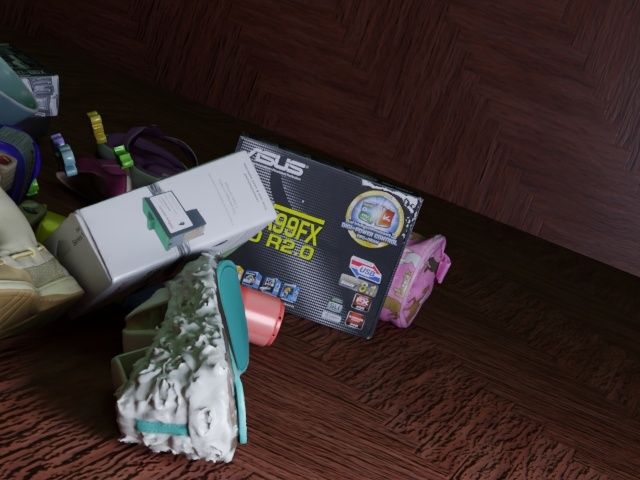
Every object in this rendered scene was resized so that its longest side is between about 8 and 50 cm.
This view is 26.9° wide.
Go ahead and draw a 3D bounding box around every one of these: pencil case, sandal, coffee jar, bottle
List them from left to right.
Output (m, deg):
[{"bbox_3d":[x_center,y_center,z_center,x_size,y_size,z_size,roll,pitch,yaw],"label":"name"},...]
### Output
[{"bbox_3d":[-0.441,-0.099,1.844,0.092,0.118,0.283,18,10,-8],"label":"bottle"},{"bbox_3d":[-0.569,-0.244,2.451,0.096,0.079,0.184,9,15,-42],"label":"coffee jar"},{"bbox_3d":[-0.294,-0.155,2.436,0.169,0.102,0.416,15,11,-25],"label":"sandal"},{"bbox_3d":[0.000,0.000,2.055,0.386,0.167,0.160,23,-22,17],"label":"pencil case"}]

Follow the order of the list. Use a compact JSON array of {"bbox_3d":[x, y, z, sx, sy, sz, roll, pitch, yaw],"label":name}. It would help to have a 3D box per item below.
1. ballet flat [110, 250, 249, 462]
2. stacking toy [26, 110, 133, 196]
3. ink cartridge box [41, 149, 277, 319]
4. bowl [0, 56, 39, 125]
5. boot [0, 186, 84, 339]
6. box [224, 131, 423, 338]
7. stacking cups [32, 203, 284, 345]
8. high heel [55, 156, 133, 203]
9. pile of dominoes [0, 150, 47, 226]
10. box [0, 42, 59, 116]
[{"bbox_3d":[-0.142,0.105,1.344,0.147,0.147,0.409,19,10,-7],"label":"ballet flat"},{"bbox_3d":[-0.400,-0.138,2.083,0.167,0.052,0.221,-18,25,-17],"label":"stacking toy"},{"bbox_3d":[-0.184,-0.006,1.496,0.219,0.093,0.160,-24,-6,-32],"label":"ink cartridge box"},{"bbox_3d":[-0.579,-0.241,1.953,0.311,0.163,0.311,44,5,-4],"label":"bowl"},{"bbox_3d":[-0.353,-0.002,1.329,0.203,0.095,0.262,55,13,7],"label":"boot"},{"bbox_3d":[-0.020,-0.007,1.874,0.270,0.216,0.060,20,11,-6],"label":"box"},{"bbox_3d":[-0.196,0.045,1.610,0.316,0.096,0.096,17,11,-14],"label":"stacking cups"},{"bbox_3d":[-0.347,-0.073,2.061,0.117,0.082,0.244,-10,29,-8],"label":"high heel"},{"bbox_3d":[-0.433,-0.040,1.463,0.196,0.040,0.251,25,33,10],"label":"pile of dominoes"},{"bbox_3d":[-0.628,-0.269,2.264,0.307,0.077,0.242,-7,24,-32],"label":"box"}]
